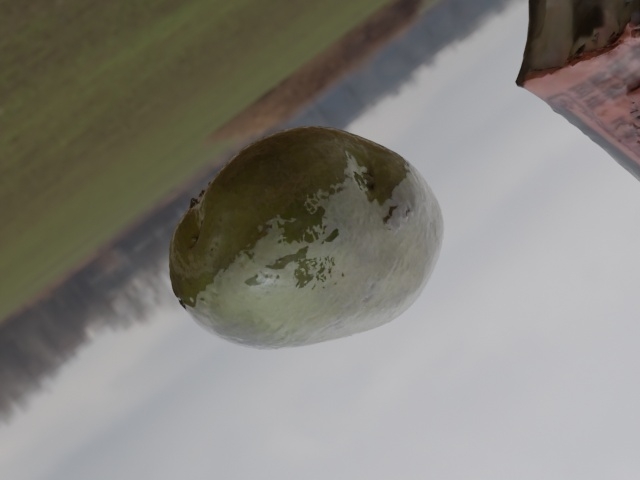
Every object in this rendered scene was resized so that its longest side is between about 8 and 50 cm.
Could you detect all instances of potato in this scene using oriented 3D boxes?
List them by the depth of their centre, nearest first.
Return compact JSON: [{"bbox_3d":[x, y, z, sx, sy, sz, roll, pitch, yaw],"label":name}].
[{"bbox_3d":[0.000,0.000,1.295,0.251,0.159,0.174,3,148,-38],"label":"potato"}]

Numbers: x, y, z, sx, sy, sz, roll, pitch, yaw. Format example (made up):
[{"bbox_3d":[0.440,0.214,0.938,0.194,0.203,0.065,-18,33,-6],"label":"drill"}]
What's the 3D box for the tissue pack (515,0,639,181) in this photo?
[{"bbox_3d":[0.239,-0.074,0.782,0.123,0.332,0.245,-28,-144,44],"label":"tissue pack"}]
